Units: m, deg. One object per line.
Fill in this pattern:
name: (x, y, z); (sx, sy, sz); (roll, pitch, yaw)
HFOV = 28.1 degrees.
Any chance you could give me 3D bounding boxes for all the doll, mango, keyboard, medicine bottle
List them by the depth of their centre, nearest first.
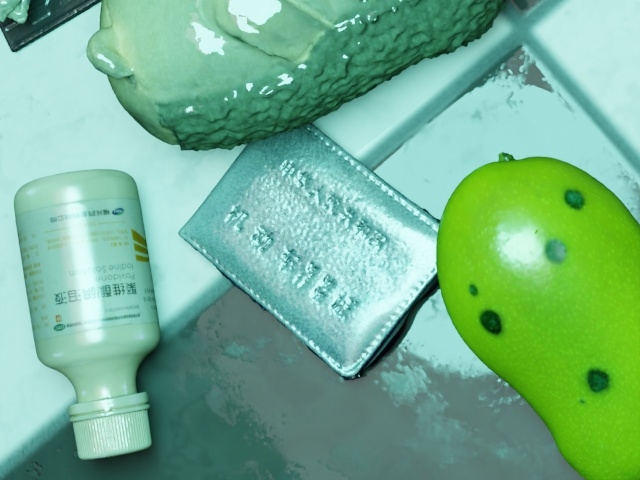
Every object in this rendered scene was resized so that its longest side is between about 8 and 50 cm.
mango: (0.206, 0.063, 1.049); (0.175, 0.143, 0.293); (-29, 90, 11)
doll: (-0.019, -0.214, 1.063); (0.349, 0.247, 0.247); (-11, 84, 4)
medicine bottle: (-0.203, 0.068, 1.147); (0.114, 0.114, 0.252); (-10, 85, 12)
keyboard: (-0.242, -0.239, 1.226); (0.155, 0.010, 0.053); (-28, 82, 10)

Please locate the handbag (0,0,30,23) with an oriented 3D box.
handbag: (-0.304, -0.296, 1.198); (0.117, 0.095, 0.173); (17, 82, 17)

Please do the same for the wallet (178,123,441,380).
wallet: (-0.001, 0.000, 1.146); (0.222, 0.036, 0.167); (40, 95, 12)
